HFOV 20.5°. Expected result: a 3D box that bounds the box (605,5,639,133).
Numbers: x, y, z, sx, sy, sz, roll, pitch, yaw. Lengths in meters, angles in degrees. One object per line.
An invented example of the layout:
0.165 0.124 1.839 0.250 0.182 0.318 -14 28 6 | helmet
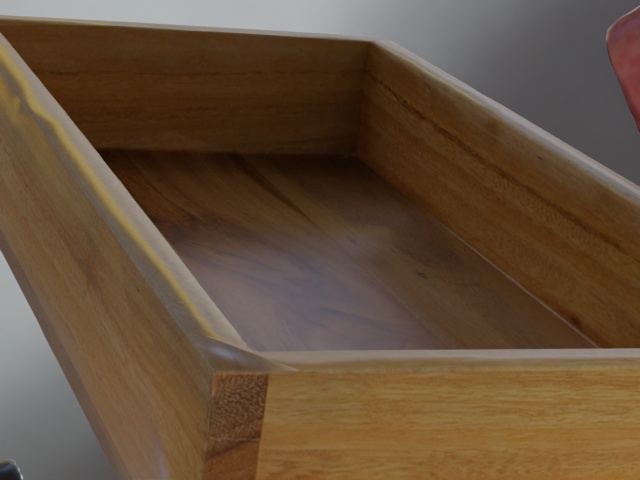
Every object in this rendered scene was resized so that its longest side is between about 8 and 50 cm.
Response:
0.187 -0.036 0.296 0.149 0.127 0.232 -16 171 -33 | box

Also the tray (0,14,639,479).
0.000 0.000 0.629 0.411 0.203 0.076 -137 -129 -64 | tray

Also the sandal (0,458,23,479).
-0.169 0.254 1.071 0.054 0.254 0.097 -19 148 -16 | sandal
